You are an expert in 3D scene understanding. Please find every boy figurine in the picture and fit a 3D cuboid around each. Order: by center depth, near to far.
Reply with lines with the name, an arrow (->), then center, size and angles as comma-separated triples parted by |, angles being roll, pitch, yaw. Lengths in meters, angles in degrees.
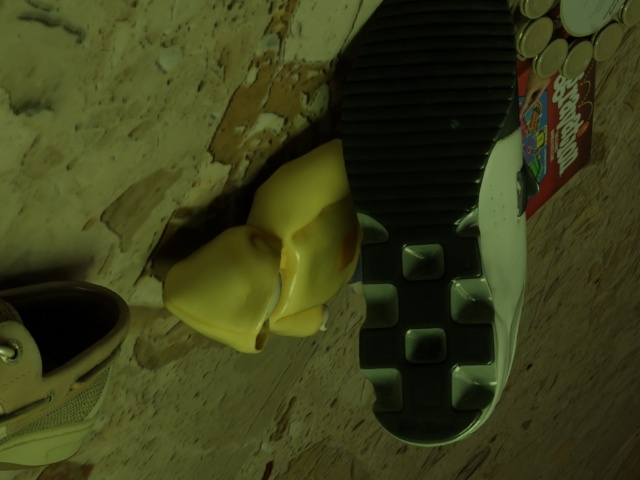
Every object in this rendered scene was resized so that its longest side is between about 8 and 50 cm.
boy figurine -> 0.000, 0.000, 1.167 | 0.285, 0.092, 0.177 | -23, 138, -53

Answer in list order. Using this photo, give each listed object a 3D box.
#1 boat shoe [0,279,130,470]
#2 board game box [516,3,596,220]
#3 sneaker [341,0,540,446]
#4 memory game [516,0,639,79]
boat shoe -> -0.217, 0.071, 0.887 | 0.110, 0.121, 0.341 | -58, 166, 12
board game box -> 0.191, -0.099, 1.438 | 0.145, 0.027, 0.281 | -44, 157, -13
sneaker -> 0.089, -0.025, 1.130 | 0.146, 0.122, 0.331 | 11, 83, -70
memory game -> 0.224, -0.213, 1.287 | 0.186, 0.012, 0.186 | -30, 140, -29
